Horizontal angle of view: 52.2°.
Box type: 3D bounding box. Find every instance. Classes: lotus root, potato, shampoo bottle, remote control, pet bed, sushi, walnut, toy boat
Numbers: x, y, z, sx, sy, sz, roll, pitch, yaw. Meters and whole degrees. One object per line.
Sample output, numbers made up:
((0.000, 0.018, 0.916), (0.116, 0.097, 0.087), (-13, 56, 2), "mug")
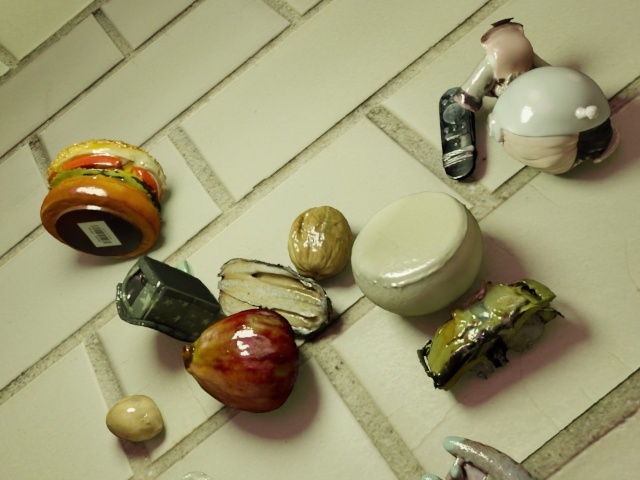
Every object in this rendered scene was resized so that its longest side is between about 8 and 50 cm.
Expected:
((-0.100, 0.127, 1.554), (0.329, 0.078, 0.167), (13, 103, 32), "lotus root")
((-0.439, 0.418, 1.532), (0.147, 0.112, 0.112), (-6, 57, 32), "potato")
((-0.430, 0.125, 1.756), (0.191, 0.041, 0.069), (-31, 56, 7), "shampoo bottle")
((0.340, -0.253, 1.592), (0.090, 0.066, 0.266), (-18, 57, 34), "remote control")
((-0.380, 0.158, 1.583), (0.159, 0.211, 0.183), (-55, 46, 7), "pet bed")
((0.325, 0.175, 1.284), (0.291, 0.131, 0.139), (-39, 27, 9), "sushi")
((0.000, 0.000, 1.543), (0.155, 0.155, 0.184), (-7, 56, 24), "walnut")
((0.288, 0.440, 1.147), (0.227, 0.085, 0.155), (26, 73, 37), "toy boat")

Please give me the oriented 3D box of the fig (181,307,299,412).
((-0.159, 0.257, 1.426), (0.263, 0.224, 0.224), (-4, 59, 30), "fig")

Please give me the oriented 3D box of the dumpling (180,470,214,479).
((-0.245, 0.614, 1.293), (0.227, 0.243, 0.175), (16, 28, 16), "dumpling")

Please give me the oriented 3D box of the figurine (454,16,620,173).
((0.468, -0.304, 1.447), (0.253, 0.211, 0.361), (-27, 54, 3), "figurine")

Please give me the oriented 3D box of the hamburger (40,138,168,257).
((-0.600, -0.122, 1.827), (0.330, 0.330, 0.250), (-13, 53, 20), "hamburger")

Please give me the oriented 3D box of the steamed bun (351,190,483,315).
((0.212, 0.041, 1.382), (0.283, 0.177, 0.283), (-23, 39, 19), "steamed bun")
